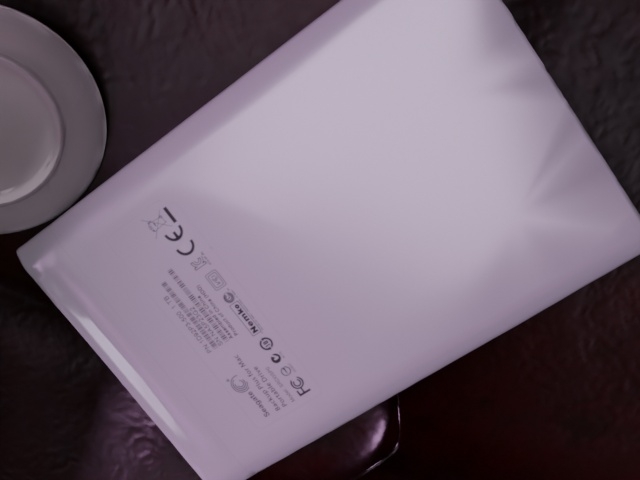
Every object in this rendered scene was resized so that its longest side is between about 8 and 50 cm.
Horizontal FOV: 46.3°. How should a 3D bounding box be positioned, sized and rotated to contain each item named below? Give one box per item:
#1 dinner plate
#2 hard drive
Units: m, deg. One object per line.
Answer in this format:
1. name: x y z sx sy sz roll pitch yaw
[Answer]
1. dinner plate: -0.195 -0.064 0.427 0.141 0.017 0.141 -7 117 -13
2. hard drive: 0.000 0.000 0.436 0.307 0.040 0.203 -34 101 16
